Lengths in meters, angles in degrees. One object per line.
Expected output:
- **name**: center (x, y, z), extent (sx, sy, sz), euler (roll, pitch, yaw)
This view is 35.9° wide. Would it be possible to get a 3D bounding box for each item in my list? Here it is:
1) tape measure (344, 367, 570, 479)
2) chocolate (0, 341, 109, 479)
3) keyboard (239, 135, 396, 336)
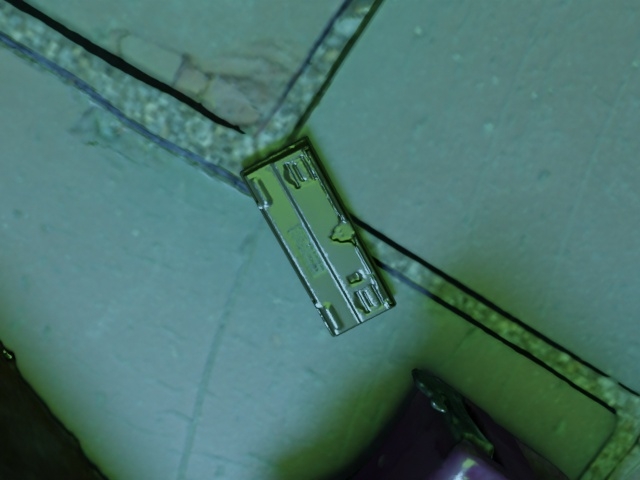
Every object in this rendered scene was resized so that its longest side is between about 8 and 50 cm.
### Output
- **tape measure**: center (0.084, 0.239, 0.648), extent (0.245, 0.149, 0.232), euler (34, 100, -16)
- **chocolate**: center (-0.183, 0.199, 0.625), extent (0.111, 0.112, 0.321), euler (-30, 109, 7)
- **keyboard**: center (0.000, 0.000, 0.631), extent (0.049, 0.015, 0.129), euler (-27, 110, 8)
